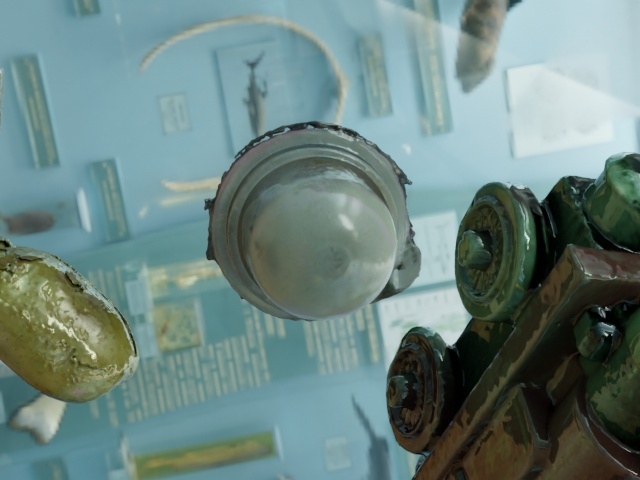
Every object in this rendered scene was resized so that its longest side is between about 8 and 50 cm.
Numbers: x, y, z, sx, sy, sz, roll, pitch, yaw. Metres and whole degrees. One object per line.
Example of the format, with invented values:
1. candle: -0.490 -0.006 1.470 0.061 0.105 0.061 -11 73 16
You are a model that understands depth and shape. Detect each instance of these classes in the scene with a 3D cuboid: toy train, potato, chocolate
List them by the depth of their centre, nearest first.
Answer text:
1. toy train: 0.143 0.104 0.645 0.221 0.150 0.304 -103 -154 -43
2. potato: -0.226 0.063 0.886 0.170 0.107 0.080 47 -48 -2
3. chocolate: 0.004 0.007 1.001 0.147 0.221 0.221 -117 -163 -64

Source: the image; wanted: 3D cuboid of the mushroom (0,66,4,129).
1. mushroom: -0.343 0.009 0.787 0.128 0.350 0.128 47 0 0
